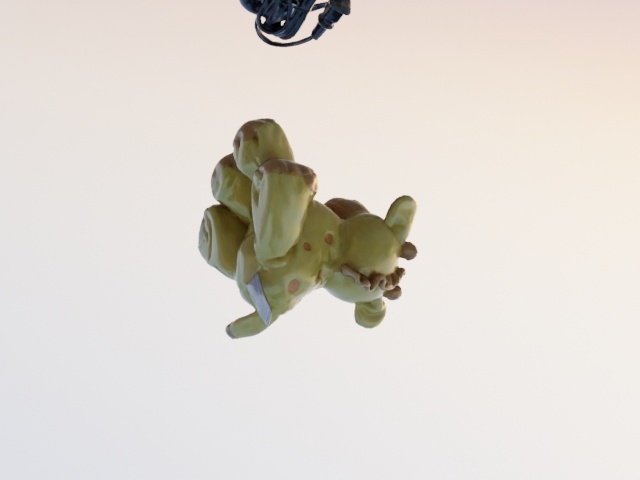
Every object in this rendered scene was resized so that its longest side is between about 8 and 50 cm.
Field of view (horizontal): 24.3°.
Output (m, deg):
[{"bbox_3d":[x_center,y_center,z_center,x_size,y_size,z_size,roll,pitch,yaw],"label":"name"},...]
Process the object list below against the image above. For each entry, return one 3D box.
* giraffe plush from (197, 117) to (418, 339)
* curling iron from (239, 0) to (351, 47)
[{"bbox_3d":[0.000,0.000,1.410,0.171,0.181,0.210,3,-128,-27],"label":"giraffe plush"},{"bbox_3d":[-0.014,-0.213,0.786,0.068,0.274,0.035,4,-133,3],"label":"curling iron"}]
